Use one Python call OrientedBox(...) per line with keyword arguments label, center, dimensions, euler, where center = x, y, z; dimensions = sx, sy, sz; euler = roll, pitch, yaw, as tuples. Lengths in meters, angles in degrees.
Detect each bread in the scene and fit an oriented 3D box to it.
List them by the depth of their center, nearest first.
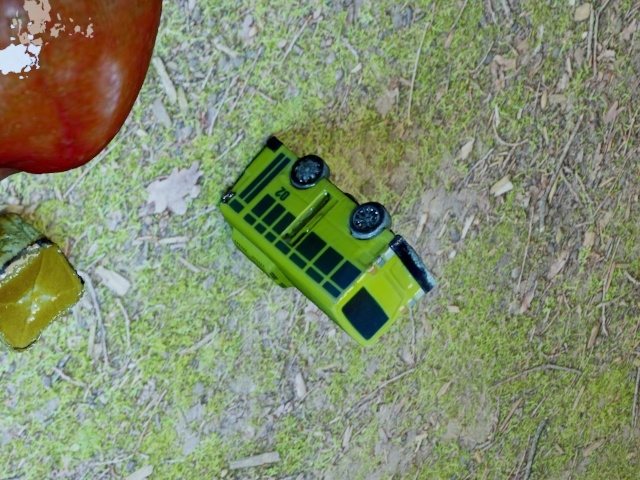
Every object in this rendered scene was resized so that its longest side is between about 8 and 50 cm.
OrientedBox(label="bread", center=(-0.339, 0.050, 2.051), dimensions=(0.128, 0.069, 0.140), euler=(-48, 145, -13))

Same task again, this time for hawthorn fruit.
OrientedBox(label="hawthorn fruit", center=(-0.282, -0.210, 1.721), dimensions=(0.295, 0.295, 0.311), euler=(-42, 124, -21))

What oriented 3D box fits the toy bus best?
OrientedBox(label="toy bus", center=(0.000, 0.000, 2.249), dimensions=(0.150, 0.262, 0.128), euler=(-46, 141, -5))
